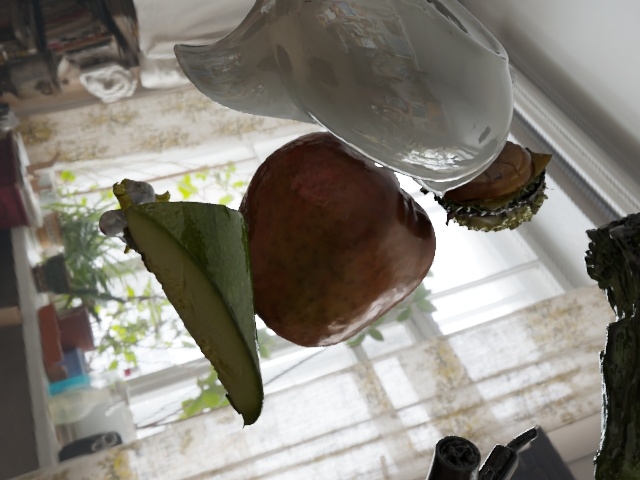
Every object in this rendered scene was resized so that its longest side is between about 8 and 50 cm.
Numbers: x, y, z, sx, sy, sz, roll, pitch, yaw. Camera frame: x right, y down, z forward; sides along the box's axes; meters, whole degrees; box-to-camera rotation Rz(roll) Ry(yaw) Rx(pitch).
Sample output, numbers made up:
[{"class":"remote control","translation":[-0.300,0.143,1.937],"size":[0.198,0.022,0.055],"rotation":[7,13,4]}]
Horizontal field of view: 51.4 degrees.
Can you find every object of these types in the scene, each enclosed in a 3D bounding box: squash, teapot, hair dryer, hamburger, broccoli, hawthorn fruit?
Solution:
[{"class":"squash","translation":[-0.126,0.088,0.748],"size":[0.093,0.169,0.252],"rotation":[-18,-107,40]},{"class":"teapot","translation":[0.049,-0.118,0.488],"size":[0.139,0.298,0.204],"rotation":[-50,-141,25]},{"class":"hair dryer","translation":[0.181,0.268,0.761],"size":[0.091,0.271,0.236],"rotation":[21,-57,30]},{"class":"hamburger","translation":[0.345,-0.110,1.388],"size":[0.261,0.243,0.139],"rotation":[32,-30,47]},{"class":"broccoli","translation":[0.322,0.113,0.659],"size":[0.165,0.145,0.304],"rotation":[-41,-156,60]},{"class":"hawthorn fruit","translation":[0.000,0.000,1.461],"size":[0.472,0.471,0.472],"rotation":[165,-90,-75]}]

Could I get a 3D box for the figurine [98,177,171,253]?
[{"class":"figurine","translation":[-0.402,-0.044,1.427],"size":[0.178,0.129,0.109],"rotation":[-63,-147,19]}]
